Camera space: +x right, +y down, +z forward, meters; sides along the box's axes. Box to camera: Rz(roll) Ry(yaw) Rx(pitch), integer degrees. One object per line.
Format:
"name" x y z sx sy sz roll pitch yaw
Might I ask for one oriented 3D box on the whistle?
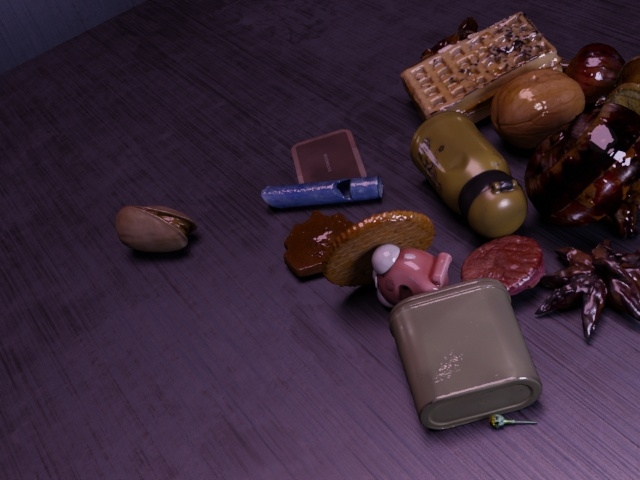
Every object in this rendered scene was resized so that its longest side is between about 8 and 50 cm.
"whistle" 0.003 -0.117 2.091 0.304 0.062 0.062 -4 42 16

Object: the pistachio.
"pistachio" -0.414 -0.034 2.104 0.206 0.131 0.129 4 53 19

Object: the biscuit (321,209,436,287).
"biscuit" 0.120 0.017 1.754 0.254 0.254 0.035 -20 60 -2

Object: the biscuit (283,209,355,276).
"biscuit" 0.001 0.002 1.975 0.182 0.034 0.215 -13 38 5

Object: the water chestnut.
"water chestnut" 0.588 -0.134 1.760 0.300 0.300 0.300 -11 40 9

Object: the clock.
"clock" 0.181 0.087 1.714 0.162 0.165 0.092 11 51 22

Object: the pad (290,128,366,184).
"pad" 0.018 -0.208 2.231 0.176 0.002 0.266 -17 40 2

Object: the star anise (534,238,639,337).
"star anise" 0.539 0.068 1.641 0.272 0.102 0.272 -13 38 11

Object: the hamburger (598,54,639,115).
"hamburger" 0.784 -0.321 1.908 0.309 0.211 0.132 26 61 38

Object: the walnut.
"walnut" 0.523 -0.322 2.030 0.226 0.193 0.193 -22 40 -3

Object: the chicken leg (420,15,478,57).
"chicken leg" 0.382 -0.561 2.416 0.093 0.113 0.304 29 53 16

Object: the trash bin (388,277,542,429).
"trash bin" 0.269 0.210 1.575 0.243 0.121 0.247 -16 43 3

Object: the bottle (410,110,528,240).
"bottle" 0.341 -0.139 1.902 0.172 0.171 0.351 -22 41 -3

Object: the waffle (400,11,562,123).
"waffle" 0.419 -0.434 2.203 0.376 0.114 0.261 -25 38 7

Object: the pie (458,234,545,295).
"pie" 0.377 0.054 1.737 0.182 0.049 0.182 -19 31 12

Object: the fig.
"fig" 0.702 -0.418 2.089 0.202 0.149 0.148 -11 57 22

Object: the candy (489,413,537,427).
"candy" 0.342 0.321 1.492 0.083 0.023 0.025 -2 85 11

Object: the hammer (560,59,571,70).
"hammer" 0.598 -0.488 2.304 0.366 0.043 0.111 14 48 30
